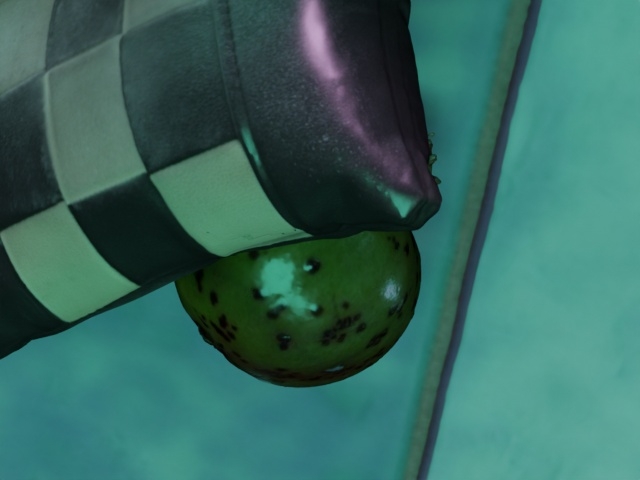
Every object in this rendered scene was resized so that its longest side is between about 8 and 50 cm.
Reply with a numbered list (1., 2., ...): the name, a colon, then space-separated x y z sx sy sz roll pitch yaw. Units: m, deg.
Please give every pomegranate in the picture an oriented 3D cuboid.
1. pomegranate: -0.004 0.007 0.776 0.130 0.130 0.130 4 122 6

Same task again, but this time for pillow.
1. pillow: -0.060 -0.062 0.693 0.250 0.186 0.106 -18 157 37
